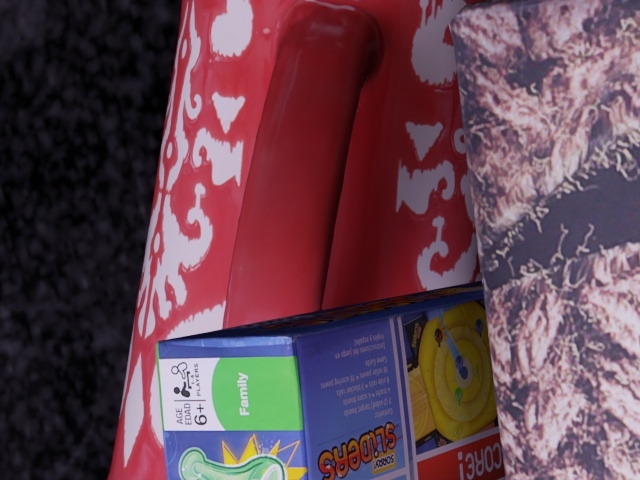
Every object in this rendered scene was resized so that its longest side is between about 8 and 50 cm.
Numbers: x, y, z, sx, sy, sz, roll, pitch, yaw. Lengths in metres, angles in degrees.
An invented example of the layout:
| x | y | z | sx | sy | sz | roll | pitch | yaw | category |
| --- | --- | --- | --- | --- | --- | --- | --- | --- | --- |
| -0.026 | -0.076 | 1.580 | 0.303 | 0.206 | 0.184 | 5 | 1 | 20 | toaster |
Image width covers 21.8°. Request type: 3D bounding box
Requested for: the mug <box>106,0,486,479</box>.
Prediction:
| x | y | z | sx | sy | sz | roll | pitch | yaw | category |
| --- | --- | --- | --- | --- | --- | --- | --- | --- | --- |
| 0.008 | 0.001 | 0.460 | 0.150 | 0.113 | 0.169 | -166 | 82 | -68 | mug |

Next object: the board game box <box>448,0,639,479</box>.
| x | y | z | sx | sy | sz | roll | pitch | yaw | category |
| --- | --- | --- | --- | --- | --- | --- | --- | --- | --- |
| 0.174 | 0.077 | 0.353 | 0.232 | 0.141 | 0.291 | -8 | 89 | 32 | board game box |

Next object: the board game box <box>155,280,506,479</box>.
| x | y | z | sx | sy | sz | roll | pitch | yaw | category |
| --- | --- | --- | --- | --- | --- | --- | --- | --- | --- |
| 0.040 | 0.079 | 0.401 | 0.035 | 0.201 | 0.136 | -4 | 91 | 32 | board game box |
